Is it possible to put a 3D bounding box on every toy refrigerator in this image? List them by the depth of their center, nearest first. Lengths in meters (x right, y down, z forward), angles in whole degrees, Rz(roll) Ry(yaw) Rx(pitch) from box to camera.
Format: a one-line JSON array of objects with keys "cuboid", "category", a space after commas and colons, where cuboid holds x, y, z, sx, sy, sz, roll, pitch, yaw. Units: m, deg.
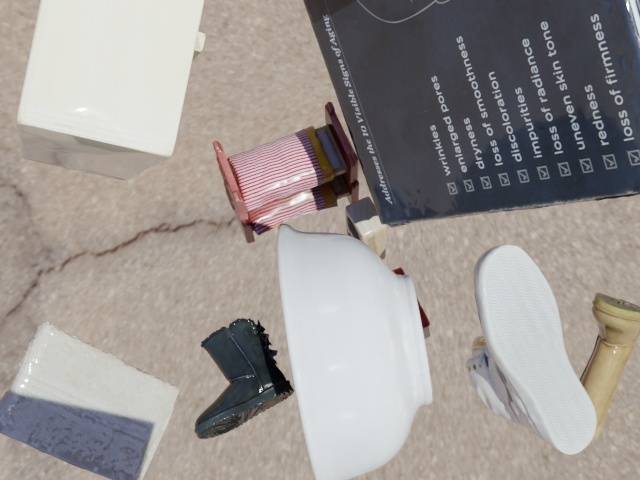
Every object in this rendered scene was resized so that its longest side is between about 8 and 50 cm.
[{"cuboid": [-0.147, -0.103, 0.610, 0.094, 0.269, 0.102, 12, 87, -17], "category": "toy refrigerator"}]

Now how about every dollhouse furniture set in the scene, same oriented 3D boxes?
[{"cuboid": [0.000, 0.000, 1.356, 0.201, 0.152, 0.374, -22, 64, -7], "category": "dollhouse furniture set"}]

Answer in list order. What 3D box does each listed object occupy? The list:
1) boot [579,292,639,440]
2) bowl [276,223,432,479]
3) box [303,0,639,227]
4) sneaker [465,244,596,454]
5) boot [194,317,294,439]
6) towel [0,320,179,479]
[{"cuboid": [0.520, 0.241, 1.669, 0.089, 0.236, 0.270, 26, 97, 35], "category": "boot"}, {"cuboid": [0.044, 0.117, 0.974, 0.134, 0.298, 0.298, -9, 99, 2], "category": "bowl"}, {"cuboid": [0.223, -0.293, 0.988, 0.297, 0.471, 0.480, -24, 99, -30], "category": "box"}, {"cuboid": [0.231, 0.131, 1.159, 0.108, 0.169, 0.293, -31, 109, -20], "category": "sneaker"}, {"cuboid": [-0.097, 0.144, 0.961, 0.121, 0.045, 0.099, -26, 66, -15], "category": "boot"}, {"cuboid": [-0.375, 0.270, 1.463, 0.282, 0.049, 0.187, 35, 68, -31], "category": "towel"}]
